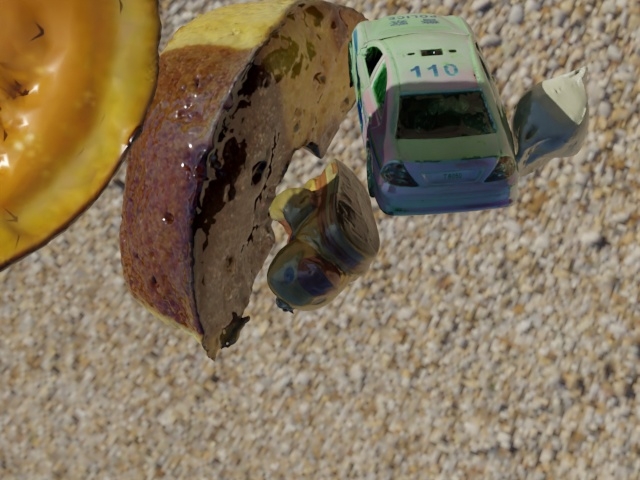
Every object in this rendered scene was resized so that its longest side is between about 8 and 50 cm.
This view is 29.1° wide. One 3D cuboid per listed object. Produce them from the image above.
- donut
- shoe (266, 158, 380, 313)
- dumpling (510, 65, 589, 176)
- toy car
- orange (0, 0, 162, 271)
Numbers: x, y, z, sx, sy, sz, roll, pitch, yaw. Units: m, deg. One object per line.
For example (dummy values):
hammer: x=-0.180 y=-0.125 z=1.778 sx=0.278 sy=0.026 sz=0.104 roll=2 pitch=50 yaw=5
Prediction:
donut: x=-0.072 y=-0.079 z=0.885 sx=0.112 sy=0.295 sz=0.151 roll=11 pitch=152 yaw=26
shoe: x=0.002 y=0.000 z=0.780 sx=0.069 sy=0.109 sz=0.072 roll=-35 pitch=135 yaw=25
dumpling: x=0.150 y=-0.077 z=0.817 sx=0.052 sy=0.076 sz=0.057 roll=9 pitch=158 yaw=-6
toy car: x=0.069 y=-0.097 z=0.798 sx=0.090 sy=0.224 sz=0.076 roll=-4 pitch=127 yaw=-1
orange: x=-0.228 y=-0.093 z=0.480 sx=0.310 sy=0.274 sz=0.274 roll=-5 pitch=125 yaw=12
